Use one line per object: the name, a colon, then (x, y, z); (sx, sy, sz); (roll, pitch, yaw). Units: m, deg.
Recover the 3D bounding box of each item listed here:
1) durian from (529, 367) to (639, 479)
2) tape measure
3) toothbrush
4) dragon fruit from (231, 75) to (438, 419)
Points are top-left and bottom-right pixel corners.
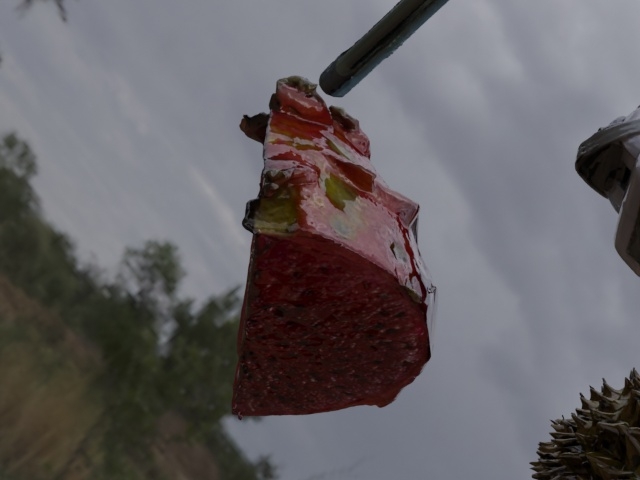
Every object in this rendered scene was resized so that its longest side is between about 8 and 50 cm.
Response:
durian: (0.366, 0.256, 1.171); (0.347, 0.385, 0.347); (-9, 90, -76)
tape measure: (0.328, -0.049, 1.159); (0.197, 0.236, 0.120); (-123, -144, -53)
toothbrush: (0.057, -0.107, 0.536); (0.219, 0.019, 0.016); (-36, -124, 54)
dragon fruit: (0.011, -0.004, 0.877); (0.274, 0.126, 0.161); (99, -9, -59)
